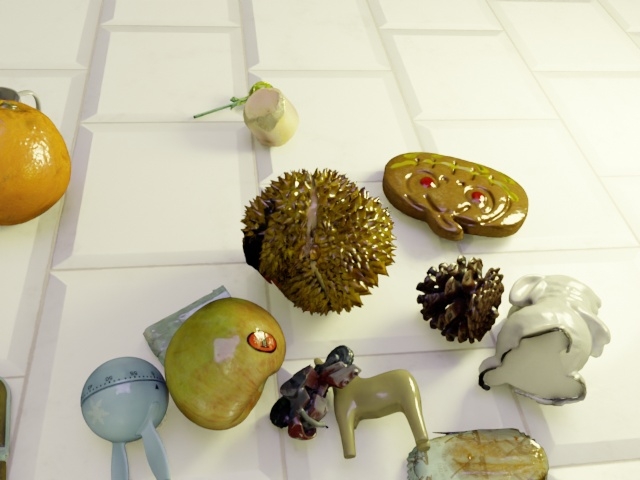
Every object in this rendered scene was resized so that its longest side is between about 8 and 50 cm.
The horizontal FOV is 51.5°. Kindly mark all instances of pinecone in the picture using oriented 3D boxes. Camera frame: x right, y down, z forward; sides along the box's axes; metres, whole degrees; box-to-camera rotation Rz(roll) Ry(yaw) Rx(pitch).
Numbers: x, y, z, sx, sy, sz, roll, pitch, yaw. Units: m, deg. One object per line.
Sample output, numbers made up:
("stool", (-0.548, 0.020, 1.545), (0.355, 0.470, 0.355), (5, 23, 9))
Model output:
("pinecone", (0.304, 0.127, 1.462), (0.208, 0.207, 0.207), (3, 46, -3))

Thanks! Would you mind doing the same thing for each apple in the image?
("apple", (-0.183, 0.231, 1.262), (0.194, 0.260, 0.261), (35, 51, 11))

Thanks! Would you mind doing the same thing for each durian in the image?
("durian", (-0.004, -0.004, 1.443), (0.348, 0.347, 0.384), (8, 12, 1))

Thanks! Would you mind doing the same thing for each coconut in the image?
("coconut", (-0.137, -0.349, 1.899), (0.147, 0.152, 0.147), (-9, 65, 18))

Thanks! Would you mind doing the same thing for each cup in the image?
("cup", (-0.858, -0.332, 1.799), (0.134, 0.142, 0.173), (13, 46, 7))

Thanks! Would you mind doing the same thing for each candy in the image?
("candy", (-0.260, -0.415, 2.009), (0.262, 0.073, 0.077), (-21, 91, -13))

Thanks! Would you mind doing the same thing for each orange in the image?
("orange", (-0.750, -0.185, 1.565), (0.312, 0.312, 0.312), (3, 46, -3))

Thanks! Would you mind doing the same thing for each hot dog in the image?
("hot dog", (0.296, 0.431, 1.240), (0.271, 0.081, 0.162), (-4, 37, 0))

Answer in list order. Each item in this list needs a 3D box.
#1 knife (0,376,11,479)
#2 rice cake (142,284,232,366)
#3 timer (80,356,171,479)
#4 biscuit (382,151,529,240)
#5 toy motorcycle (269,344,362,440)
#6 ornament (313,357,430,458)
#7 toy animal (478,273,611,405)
("knife", (-0.604, 0.383, 1.216), (0.061, 0.027, 0.343), (-11, 48, -11))
("rice cake", (-0.271, 0.187, 1.436), (0.211, 0.038, 0.124), (-25, 53, -26))
("timer", (-0.339, 0.338, 1.229), (0.175, 0.175, 0.255), (-26, 82, -28))
("biscuit", (0.358, -0.127, 1.763), (0.394, 0.070, 0.350), (12, 38, 4))
("toy motorcycle", (-0.008, 0.297, 1.273), (0.213, 0.082, 0.122), (-44, 40, 4))
("ornament", (0.081, 0.317, 1.312), (0.230, 0.061, 0.244), (-15, 44, 5))
("toy animal", (0.494, 0.189, 1.447), (0.258, 0.193, 0.357), (-2, 24, 25))
